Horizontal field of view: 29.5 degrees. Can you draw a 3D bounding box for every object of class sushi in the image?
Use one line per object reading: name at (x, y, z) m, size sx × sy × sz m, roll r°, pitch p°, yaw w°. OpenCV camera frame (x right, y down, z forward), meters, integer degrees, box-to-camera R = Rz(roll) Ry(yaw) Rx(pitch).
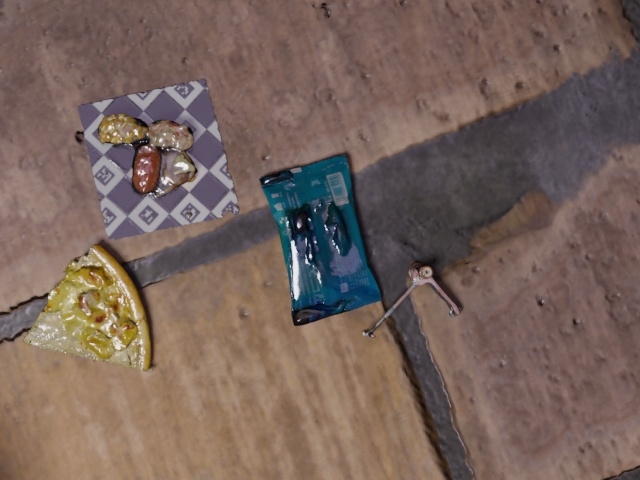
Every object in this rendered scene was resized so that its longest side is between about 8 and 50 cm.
sushi at (-0.141, -0.071, 1.066) m, size 0.120 × 0.026 × 0.126 m, roll -14°, pitch 91°, yaw -9°

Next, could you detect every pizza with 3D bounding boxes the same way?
pizza at (-0.205, 0.074, 1.054) m, size 0.108 × 0.026 × 0.123 m, roll -24°, pitch 93°, yaw -6°

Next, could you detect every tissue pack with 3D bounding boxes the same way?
tissue pack at (0.000, 0.000, 1.087) m, size 0.085 × 0.028 × 0.138 m, roll -15°, pitch 94°, yaw -9°

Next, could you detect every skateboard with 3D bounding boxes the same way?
skateboard at (0.081, 0.069, 1.098) m, size 0.083 × 0.032 × 0.064 m, roll -44°, pitch 105°, yaw -10°
